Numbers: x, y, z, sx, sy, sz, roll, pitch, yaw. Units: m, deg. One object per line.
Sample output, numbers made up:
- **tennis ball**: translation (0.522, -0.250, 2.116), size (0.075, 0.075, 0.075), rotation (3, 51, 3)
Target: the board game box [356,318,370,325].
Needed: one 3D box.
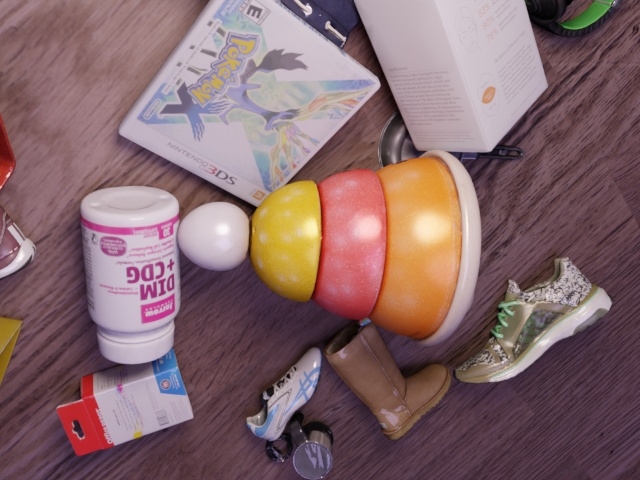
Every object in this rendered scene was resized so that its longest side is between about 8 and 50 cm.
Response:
- **board game box**: translation (0.136, 0.086, 1.352), size (0.170, 0.048, 0.141), rotation (-22, 117, -10)

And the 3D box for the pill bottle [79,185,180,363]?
- **pill bottle**: translation (-0.326, 0.061, 1.104), size (0.161, 0.160, 0.282), rotation (-4, 115, -19)

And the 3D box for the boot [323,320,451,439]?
- **boot**: translation (0.162, 0.279, 1.422), size (0.236, 0.089, 0.269), rotation (-42, 110, -28)

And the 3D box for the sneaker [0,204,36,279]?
- **sneaker**: translation (-0.627, 0.020, 1.020), size (0.282, 0.106, 0.162), rotation (-29, 114, -17)

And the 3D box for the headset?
- **headset**: translation (0.424, -0.535, 1.151), size (0.394, 0.185, 0.243), rotation (16, 111, -41)

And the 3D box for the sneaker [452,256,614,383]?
- **sneaker**: translation (0.467, 0.183, 1.498), size (0.410, 0.158, 0.182), rotation (-34, 89, -1)

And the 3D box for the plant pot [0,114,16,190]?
- **plant pot**: translation (-0.605, -0.102, 0.843), size (0.236, 0.267, 0.267), rotation (24, 64, -7)

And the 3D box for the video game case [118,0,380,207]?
- **video game case**: translation (-0.117, -0.224, 1.048), size (0.300, 0.036, 0.329), rotation (28, 122, -33)

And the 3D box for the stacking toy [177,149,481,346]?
- **stacking toy**: translation (0.000, 0.000, 1.089), size (0.481, 0.350, 0.350), rotation (4, 112, -13)

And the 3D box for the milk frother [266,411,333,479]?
- **milk frother**: translation (-0.050, 0.472, 1.408), size (0.129, 0.135, 0.143), rotation (39, 93, 1)

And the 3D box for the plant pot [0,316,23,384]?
- **plant pot**: translation (-0.649, 0.235, 1.048), size (0.187, 0.212, 0.212), rotation (22, 105, -15)

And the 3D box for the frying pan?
- **frying pan**: translation (0.264, -0.162, 1.291), size (0.326, 0.053, 0.197), rotation (25, 104, -25)

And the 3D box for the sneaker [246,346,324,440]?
- **sneaker**: translation (-0.074, 0.327, 1.366), size (0.086, 0.085, 0.237), rotation (32, 96, -20)

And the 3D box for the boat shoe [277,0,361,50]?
- **boat shoe**: translation (-0.076, -0.417, 1.015), size (0.341, 0.127, 0.158), rotation (37, 90, -37)

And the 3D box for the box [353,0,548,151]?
- **box**: translation (0.223, -0.351, 1.076), size (0.215, 0.168, 0.345), rotation (-45, 124, -26)

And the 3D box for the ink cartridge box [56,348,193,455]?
- **ink cartridge box**: translation (-0.382, 0.318, 1.248), size (0.231, 0.078, 0.134), rotation (-16, 117, -13)
